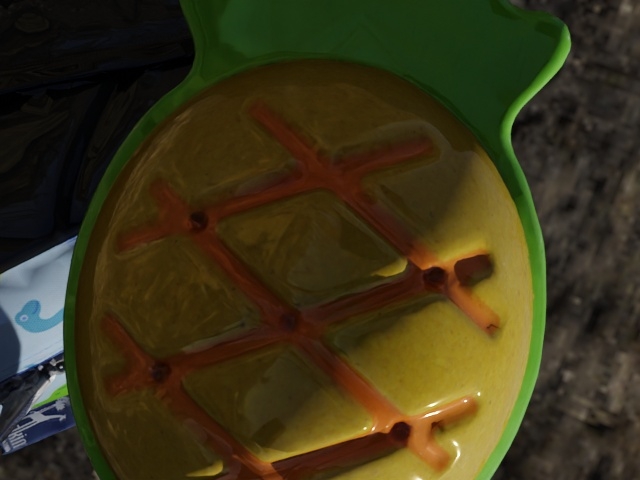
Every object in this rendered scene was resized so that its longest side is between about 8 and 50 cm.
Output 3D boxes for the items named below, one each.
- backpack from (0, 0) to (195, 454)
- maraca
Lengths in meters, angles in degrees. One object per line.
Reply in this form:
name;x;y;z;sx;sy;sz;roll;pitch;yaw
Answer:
backpack;-0.122;-0.061;0.666;0.355;0.290;0.273;-33;147;4
maraca;0.000;0.000;0.407;0.099;0.127;0.186;-140;-117;-89
